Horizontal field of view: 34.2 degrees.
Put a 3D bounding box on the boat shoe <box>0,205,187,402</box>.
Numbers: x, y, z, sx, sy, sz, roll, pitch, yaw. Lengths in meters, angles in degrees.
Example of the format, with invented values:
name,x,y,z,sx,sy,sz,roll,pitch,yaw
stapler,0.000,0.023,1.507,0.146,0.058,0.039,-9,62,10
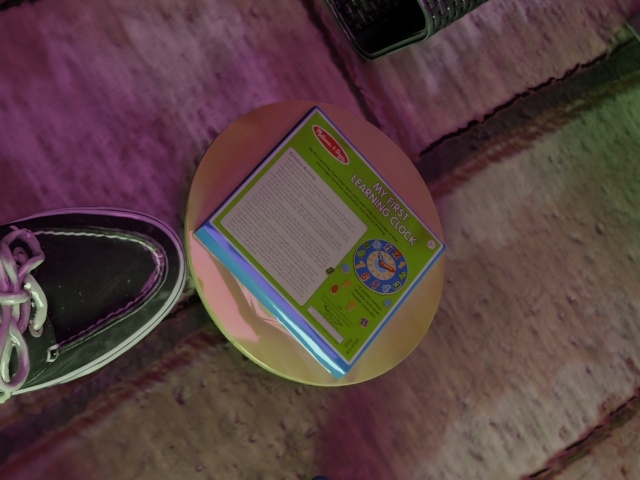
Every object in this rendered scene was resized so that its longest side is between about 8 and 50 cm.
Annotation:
name,x,y,z,sx,sy,sz,roll,pitch,yaw
boat shoe,-0.202,0.040,0.593,0.306,0.105,0.113,-10,87,-34

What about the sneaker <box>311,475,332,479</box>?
name,x,y,z,sx,sy,sz,roll,pitch,yaw
sneaker,0.009,0.227,0.700,0.058,0.052,0.135,-15,88,-21

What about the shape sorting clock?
name,x,y,z,sx,sy,sz,roll,pitch,yaw
shape sorting clock,0.000,0.000,0.734,0.206,0.040,0.206,6,77,-25

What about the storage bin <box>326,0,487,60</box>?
name,x,y,z,sx,sy,sz,roll,pitch,yaw
storage bin,0.042,-0.231,0.733,0.084,0.122,0.180,-35,102,-19

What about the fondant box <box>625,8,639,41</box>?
name,x,y,z,sx,sy,sz,roll,pitch,yaw
fondant box,0.383,-0.055,0.803,0.096,0.238,0.330,-39,100,19
